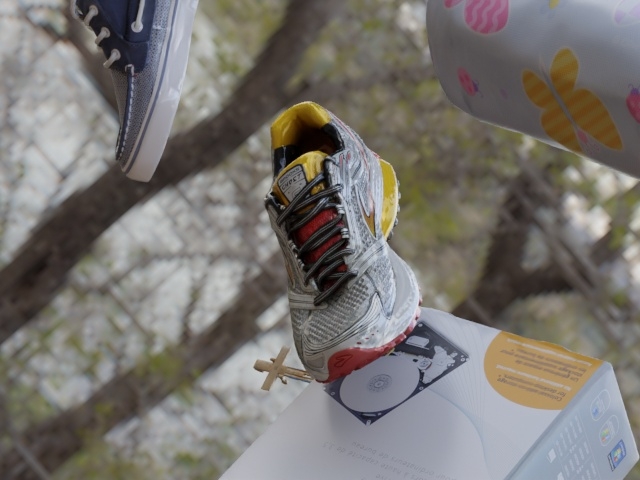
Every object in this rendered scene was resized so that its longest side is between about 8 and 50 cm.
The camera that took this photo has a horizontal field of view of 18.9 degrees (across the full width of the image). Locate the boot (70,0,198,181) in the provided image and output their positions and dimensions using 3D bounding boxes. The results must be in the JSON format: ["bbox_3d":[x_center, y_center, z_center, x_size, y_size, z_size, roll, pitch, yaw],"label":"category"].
[{"bbox_3d":[-0.125,-0.137,1.214,0.086,0.190,0.069,12,5,-12],"label":"boot"}]

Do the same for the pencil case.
[{"bbox_3d":[0.170,-0.088,0.960,0.273,0.124,0.113,30,-38,55],"label":"pencil case"}]

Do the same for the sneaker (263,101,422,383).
[{"bbox_3d":[0.000,0.000,1.215,0.093,0.088,0.225,48,20,-35],"label":"sneaker"}]

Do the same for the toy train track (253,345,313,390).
[{"bbox_3d":[-0.024,0.124,1.776,0.083,0.048,0.014,11,-28,34],"label":"toy train track"}]

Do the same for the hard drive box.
[{"bbox_3d":[0.053,0.157,1.182,0.181,0.232,0.089,15,-41,40],"label":"hard drive box"}]
